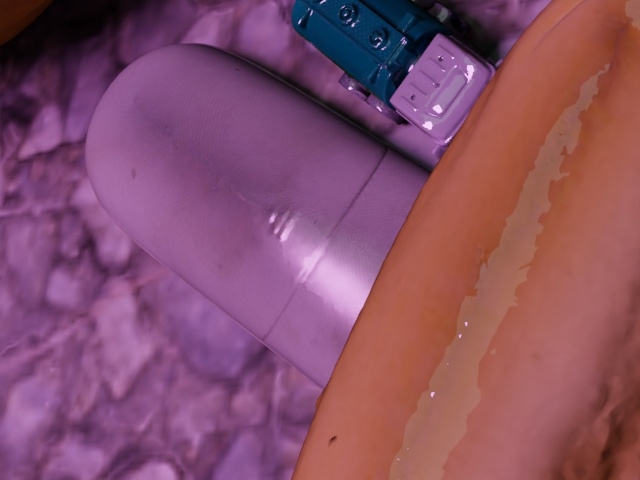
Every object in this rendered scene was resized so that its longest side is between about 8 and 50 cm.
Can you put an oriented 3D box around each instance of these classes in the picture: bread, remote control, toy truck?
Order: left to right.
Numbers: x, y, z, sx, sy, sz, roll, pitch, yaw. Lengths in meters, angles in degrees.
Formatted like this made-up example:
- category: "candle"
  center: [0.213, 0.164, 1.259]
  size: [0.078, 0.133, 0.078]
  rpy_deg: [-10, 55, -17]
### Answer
- category: "remote control"
  center: [0.000, 0.000, 0.561]
  size: [0.229, 0.044, 0.073]
  rpy_deg: [36, 90, 40]
- category: "toy truck"
  center: [0.028, -0.053, 0.565]
  size: [0.039, 0.044, 0.083]
  rpy_deg: [-54, 49, 8]
- category: "bread"
  center: [0.071, 0.038, 0.435]
  size: [0.217, 0.147, 0.098]
  rpy_deg: [-60, 21, -4]

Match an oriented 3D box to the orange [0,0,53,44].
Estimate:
- category: "orange"
  center: [-0.190, -0.174, 0.628]
  size: [0.279, 0.279, 0.235]
  rpy_deg: [33, 80, 40]
